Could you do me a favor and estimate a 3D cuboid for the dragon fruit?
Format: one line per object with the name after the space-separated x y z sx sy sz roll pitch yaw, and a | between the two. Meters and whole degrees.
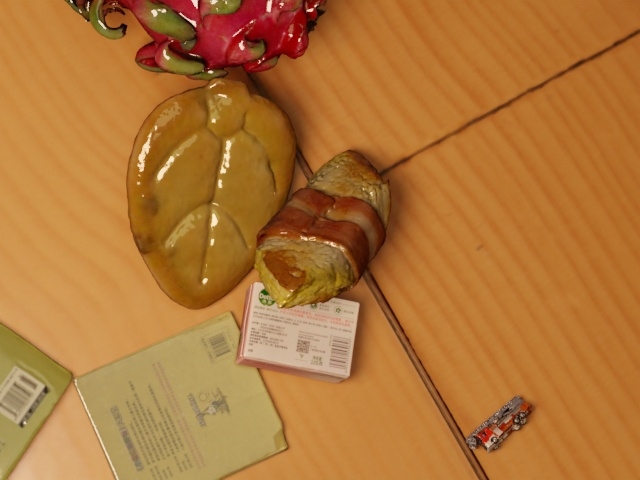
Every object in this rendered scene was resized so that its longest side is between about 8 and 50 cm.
-0.134 -0.270 1.978 0.198 0.273 0.218 43 63 -46 | dragon fruit

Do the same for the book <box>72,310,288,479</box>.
-0.151 0.189 1.966 0.192 0.013 0.168 -23 84 -13 | book

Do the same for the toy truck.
0.202 0.209 2.021 0.083 0.024 0.032 -41 66 -16 | toy truck

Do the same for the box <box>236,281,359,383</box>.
-0.025 0.103 1.982 0.125 0.043 0.089 13 73 -12 | box

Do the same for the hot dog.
0.002 0.005 1.966 0.123 0.093 0.261 21 42 19 | hot dog

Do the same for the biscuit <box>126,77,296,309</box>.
-0.118 -0.049 1.960 0.203 0.041 0.260 3 102 -34 | biscuit

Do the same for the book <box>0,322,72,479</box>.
-0.468 0.142 1.908 0.352 0.035 0.239 35 74 -2 | book
